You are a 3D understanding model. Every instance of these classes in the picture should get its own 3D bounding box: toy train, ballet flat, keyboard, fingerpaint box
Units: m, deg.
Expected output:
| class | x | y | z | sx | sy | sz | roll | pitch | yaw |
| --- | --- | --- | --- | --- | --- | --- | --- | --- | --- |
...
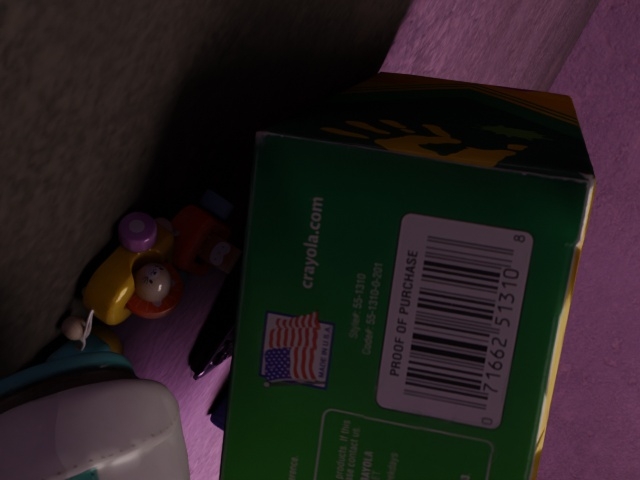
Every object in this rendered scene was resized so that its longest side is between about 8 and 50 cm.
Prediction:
| class | x | y | z | sx | sy | sz | roll | pitch | yaw |
| --- | --- | --- | --- | --- | --- | --- | --- | --- | --- |
| toy train | -0.093 | 0.045 | 0.541 | 0.166 | 0.046 | 0.125 | -57 | 169 | -7 |
| ballet flat | -0.115 | 0.184 | 0.518 | 0.139 | 0.139 | 0.400 | -53 | 172 | -27 |
| keyboard | 0.000 | 0.000 | 0.879 | 0.201 | 0.033 | 0.317 | -62 | 169 | 20 |
| fingerpaint box | 0.051 | 0.129 | 0.667 | 0.371 | 0.163 | 0.445 | -48 | 147 | -71 |

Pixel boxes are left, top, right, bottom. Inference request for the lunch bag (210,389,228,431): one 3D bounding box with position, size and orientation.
| class | x | y | z | sx | sy | sz | roll | pitch | yaw |
| --- | --- | --- | --- | --- | --- | --- | --- | --- | --- |
| lunch bag | -0.055 | 0.156 | 0.963 | 0.065 | 0.067 | 0.098 | -59 | 168 | 3 |
